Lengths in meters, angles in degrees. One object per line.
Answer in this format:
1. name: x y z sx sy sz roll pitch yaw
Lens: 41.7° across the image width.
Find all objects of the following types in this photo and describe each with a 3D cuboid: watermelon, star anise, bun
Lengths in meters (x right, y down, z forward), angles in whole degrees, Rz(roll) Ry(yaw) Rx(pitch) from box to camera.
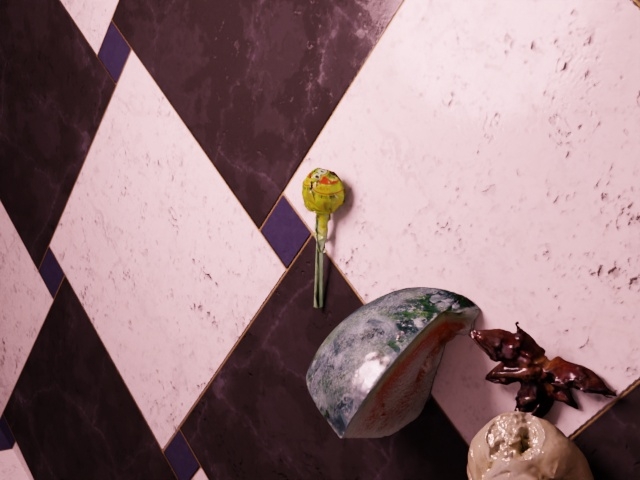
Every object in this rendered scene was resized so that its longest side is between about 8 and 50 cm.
1. watermelon: 0.108 0.220 1.323 0.320 0.289 0.213 -22 111 32
2. star anise: 0.303 0.201 1.216 0.212 0.053 0.157 33 134 15
3. bun: 0.288 0.345 1.185 0.178 0.128 0.193 -4 107 47

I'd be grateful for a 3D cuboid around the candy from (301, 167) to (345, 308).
1. candy: 0.001 -0.001 1.487 0.077 0.073 0.262 36 130 56
